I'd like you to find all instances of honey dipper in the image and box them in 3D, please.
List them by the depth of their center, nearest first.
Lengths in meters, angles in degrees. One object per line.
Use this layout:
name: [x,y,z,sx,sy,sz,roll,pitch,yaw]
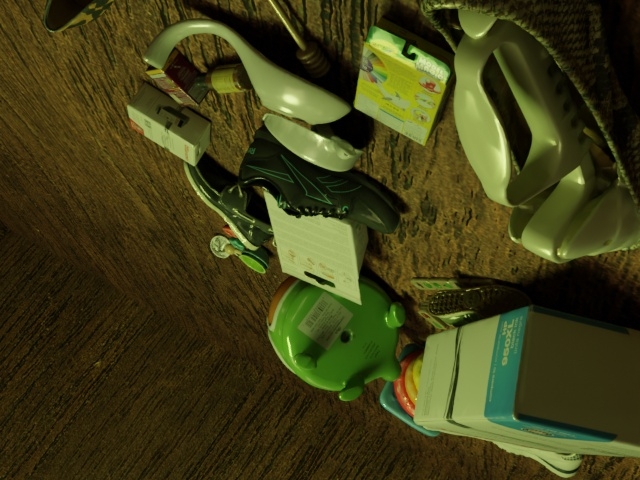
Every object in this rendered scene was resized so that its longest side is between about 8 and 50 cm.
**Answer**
honey dipper: [-0.040,-0.260,1.065,0.030,0.030,0.161,13,152,46]

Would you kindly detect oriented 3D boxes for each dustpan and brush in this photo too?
dustpan and brush: [0.009,-0.129,1.195,0.147,0.060,0.211,20,-160,-20]

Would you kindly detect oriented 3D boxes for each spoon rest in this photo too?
spoon rest: [-0.087,-0.222,1.159,0.276,0.084,0.137,20,-177,7]

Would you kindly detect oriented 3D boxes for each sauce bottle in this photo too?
sauce bottle: [-0.137,-0.232,1.281,0.042,0.042,0.128,44,161,-33]

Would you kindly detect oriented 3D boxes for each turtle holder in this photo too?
turtle holder: [0.042,0.169,1.802,0.320,0.243,0.227,6,-170,-28]

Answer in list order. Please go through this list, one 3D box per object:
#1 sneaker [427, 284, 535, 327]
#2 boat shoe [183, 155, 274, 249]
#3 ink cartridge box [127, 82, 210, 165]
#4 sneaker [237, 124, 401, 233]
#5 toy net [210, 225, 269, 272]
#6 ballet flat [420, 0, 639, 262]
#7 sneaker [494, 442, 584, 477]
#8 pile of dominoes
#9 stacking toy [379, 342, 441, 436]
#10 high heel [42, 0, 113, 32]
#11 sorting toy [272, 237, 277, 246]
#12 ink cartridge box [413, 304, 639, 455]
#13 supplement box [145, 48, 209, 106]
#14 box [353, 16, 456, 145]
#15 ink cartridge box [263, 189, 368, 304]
sneaker: [0.277,0.117,1.461,0.192,0.064,0.086,-1,155,42]
boat shoe: [-0.166,-0.085,1.698,0.079,0.084,0.233,-29,117,26]
ink cartridge box: [-0.259,-0.198,1.541,0.135,0.056,0.099,32,163,1]
sneaker: [-0.004,-0.070,1.387,0.267,0.106,0.101,30,161,2]
toy net: [-0.204,0.017,2.045,0.122,0.045,0.232,42,160,-29]
ballet flat: [0.215,-0.093,0.833,0.164,0.182,0.483,13,155,43]
sneaker: [0.479,0.439,2.007,0.235,0.090,0.095,20,147,22]
pile of dominoes: [0.277,0.137,1.578,0.196,0.040,0.251,39,161,-22]
stacking toy: [0.262,0.271,1.833,0.165,0.175,0.302,32,149,-1]
high heel: [-0.220,-0.319,0.939,0.093,0.186,0.261,36,162,-12]
sorting toy: [-0.054,-0.010,1.674,0.083,0.075,0.045,41,160,-24]
ink cartridge box: [0.347,0.230,1.377,0.285,0.166,0.395,14,165,-11]
supplement box: [-0.216,-0.247,1.363,0.083,0.043,0.055,44,158,-32]
box: [0.096,-0.183,1.020,0.105,0.043,0.179,30,165,7]
ink cartridge box: [0.000,0.000,1.576,0.181,0.056,0.225,22,148,26]
